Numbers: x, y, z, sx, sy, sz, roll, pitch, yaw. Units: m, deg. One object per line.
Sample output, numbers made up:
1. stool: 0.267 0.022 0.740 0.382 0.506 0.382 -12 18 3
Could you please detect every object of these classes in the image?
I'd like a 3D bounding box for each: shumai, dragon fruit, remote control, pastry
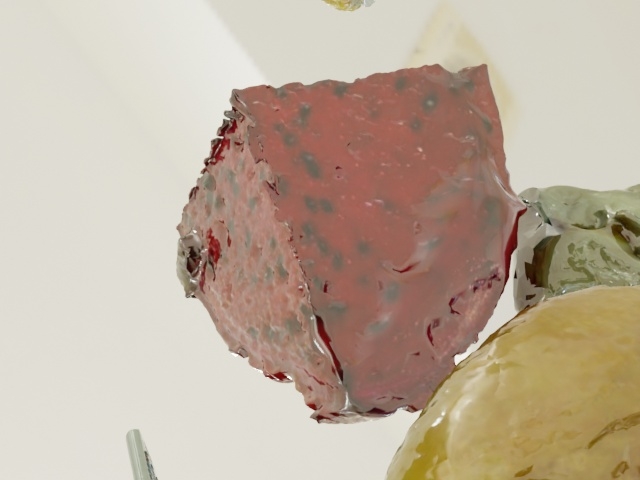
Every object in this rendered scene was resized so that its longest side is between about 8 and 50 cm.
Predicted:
1. shumai: 0.304 0.009 1.612 0.204 0.272 0.222 41 -156 -32
2. dragon fruit: -0.002 0.015 1.484 0.240 0.302 0.330 33 -145 -37
3. remote control: -0.149 0.210 1.609 0.124 0.018 0.053 -116 8 -65
4. pastry: 0.184 0.191 1.017 0.356 0.164 0.356 6 -100 -34

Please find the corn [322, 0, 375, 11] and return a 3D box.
1. corn: -0.016 -0.315 1.886 0.080 0.238 0.080 -29 -30 -18
